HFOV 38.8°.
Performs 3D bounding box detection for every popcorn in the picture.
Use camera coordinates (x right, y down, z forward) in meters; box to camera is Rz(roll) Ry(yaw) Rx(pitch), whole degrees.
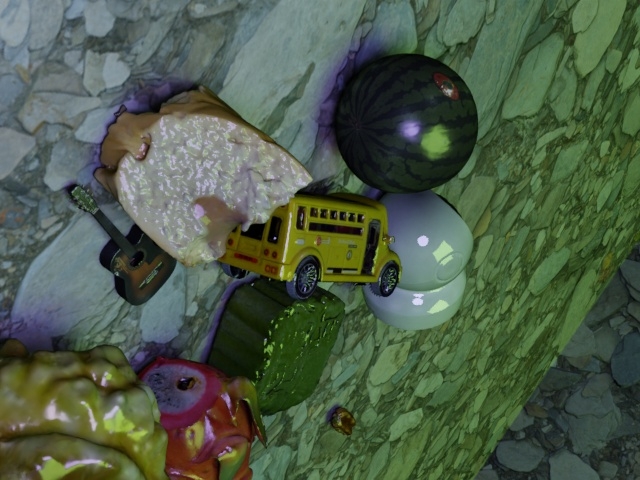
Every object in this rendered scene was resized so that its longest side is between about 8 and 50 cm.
[{"bbox_3d":[-0.329,0.262,1.005,0.335,0.274,0.279,-30,169,-27],"label":"popcorn"}]

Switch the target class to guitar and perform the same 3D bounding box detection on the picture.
[{"bbox_3d":[-0.246,0.000,1.103,0.088,0.025,0.233,-50,148,-14],"label":"guitar"}]

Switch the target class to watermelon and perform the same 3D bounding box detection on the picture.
[{"bbox_3d":[0.128,-0.168,1.325,0.212,0.212,0.212,-37,144,-33],"label":"watermelon"}]

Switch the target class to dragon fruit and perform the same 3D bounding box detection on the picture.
[{"bbox_3d":[-0.185,0.277,1.266,0.224,0.224,0.227,-42,140,-26],"label":"dragon fruit"}]

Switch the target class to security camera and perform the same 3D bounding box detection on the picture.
[{"bbox_3d":[0.162,0.014,1.566,0.194,0.194,0.236,-38,141,-31],"label":"security camera"}]

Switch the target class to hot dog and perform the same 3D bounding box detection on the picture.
[{"bbox_3d":[0.045,0.375,1.879,0.049,0.037,0.122,-62,158,-17],"label":"hot dog"}]

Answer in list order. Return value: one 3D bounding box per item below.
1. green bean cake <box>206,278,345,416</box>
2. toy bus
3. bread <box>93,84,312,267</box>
[{"bbox_3d":[-0.074,0.165,1.424,0.200,0.113,0.214,-1,117,-55],"label":"green bean cake"},{"bbox_3d":[0.000,0.000,1.346,0.331,0.145,0.151,4,98,-56],"label":"toy bus"},{"bbox_3d":[-0.162,-0.090,1.094,0.211,0.224,0.184,40,88,-18],"label":"bread"}]
